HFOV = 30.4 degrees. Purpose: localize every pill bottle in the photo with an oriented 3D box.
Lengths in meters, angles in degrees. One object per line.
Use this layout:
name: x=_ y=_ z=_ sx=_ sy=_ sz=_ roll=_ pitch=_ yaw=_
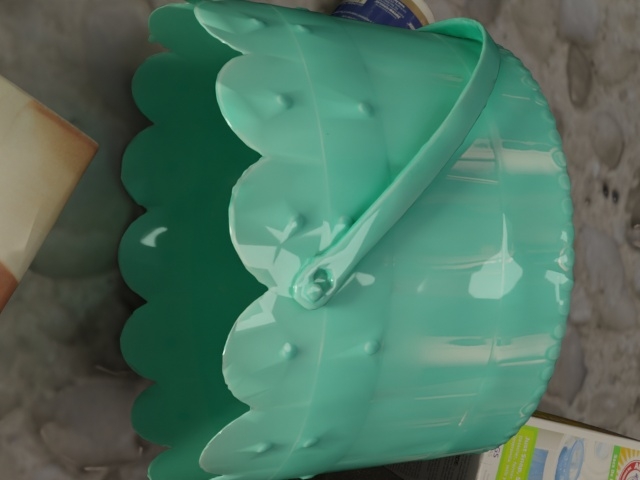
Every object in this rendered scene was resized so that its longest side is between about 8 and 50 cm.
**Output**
pill bottle: x=0.021 y=-0.118 z=0.803 sx=0.067 sy=0.067 sz=0.120 roll=47 pitch=69 yaw=-29

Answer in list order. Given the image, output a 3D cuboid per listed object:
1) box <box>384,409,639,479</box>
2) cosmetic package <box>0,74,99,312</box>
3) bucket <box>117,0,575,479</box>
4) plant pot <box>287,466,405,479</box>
box: x=0.155 y=0.188 z=0.911 sx=0.203 sy=0.103 sz=0.114 roll=18 pitch=85 yaw=-35
cosmetic package: x=-0.254 y=0.042 z=0.575 sx=0.129 sy=0.153 sz=0.296 roll=37 pitch=75 yaw=-31
bucket: x=0.000 y=0.000 z=0.652 sx=0.183 sy=0.281 sz=0.281 roll=1 pitch=95 yaw=-20
plant pot: x=-0.023 y=0.219 z=0.752 sx=0.187 sy=0.188 sz=0.167 roll=40 pitch=60 yaw=-31
